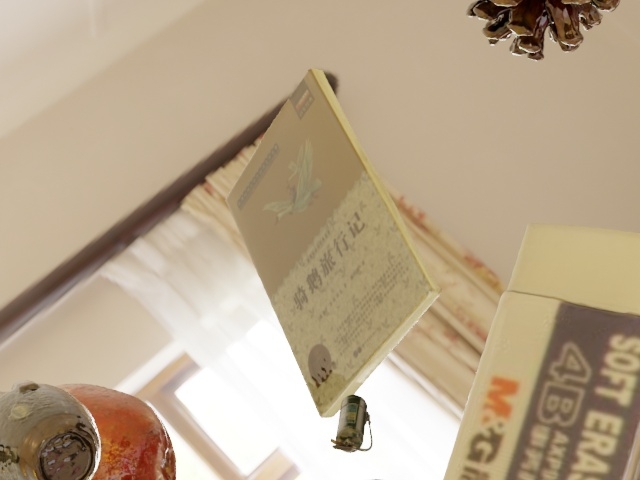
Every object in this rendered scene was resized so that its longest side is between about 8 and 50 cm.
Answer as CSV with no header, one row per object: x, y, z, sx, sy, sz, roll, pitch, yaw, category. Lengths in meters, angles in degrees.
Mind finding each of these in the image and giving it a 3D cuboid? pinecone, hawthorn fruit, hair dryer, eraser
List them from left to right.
-0.406,0.213,1.045,0.359,0.120,0.303,-11,10,-33,hair dryer
-0.363,0.368,1.709,0.284,0.284,0.284,-42,-15,-14,hawthorn fruit
0.236,-0.281,1.152,0.179,0.150,0.195,-3,-32,-14,pinecone
0.155,0.131,0.682,0.081,0.124,0.279,34,-109,-45,eraser

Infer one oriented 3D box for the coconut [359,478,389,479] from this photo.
0.037,0.369,1.247,0.224,0.224,0.224,-42,-15,-14,coconut

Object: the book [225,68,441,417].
0.000,0.000,1.147,0.021,0.310,0.217,2,-42,-37,book

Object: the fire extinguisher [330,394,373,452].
0.030,0.166,0.952,0.083,0.038,0.025,-70,0,-71,fire extinguisher
